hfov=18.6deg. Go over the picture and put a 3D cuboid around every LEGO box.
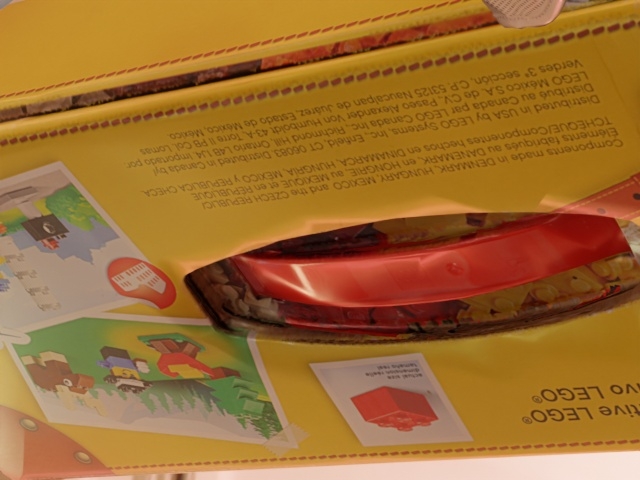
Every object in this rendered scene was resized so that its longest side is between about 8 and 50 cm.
[{"bbox_3d":[0.093,-0.112,0.761,0.500,0.372,0.193,-7,-50,35],"label":"LEGO box"}]

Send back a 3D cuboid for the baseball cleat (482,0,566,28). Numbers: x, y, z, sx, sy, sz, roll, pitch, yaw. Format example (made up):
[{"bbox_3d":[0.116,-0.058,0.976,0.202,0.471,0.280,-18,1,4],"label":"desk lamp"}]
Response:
[{"bbox_3d":[0.016,-0.104,0.444,0.072,0.206,0.109,-30,-63,-7],"label":"baseball cleat"}]
